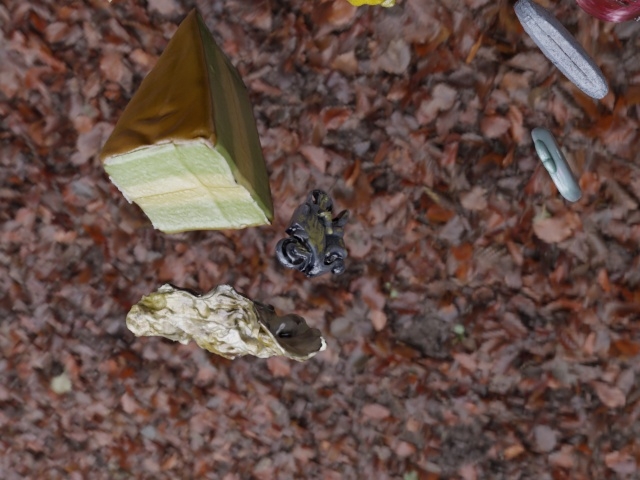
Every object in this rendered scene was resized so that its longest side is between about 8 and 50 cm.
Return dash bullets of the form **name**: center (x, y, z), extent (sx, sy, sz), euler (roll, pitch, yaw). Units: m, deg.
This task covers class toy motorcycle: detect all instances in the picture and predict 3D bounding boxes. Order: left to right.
- **toy motorcycle**: center (0.000, 0.000, 1.337), extent (0.124, 0.193, 0.061), euler (44, 132, -14)

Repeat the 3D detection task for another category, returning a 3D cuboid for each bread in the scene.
- **bread**: center (-0.055, -0.078, 0.478), extent (0.084, 0.139, 0.074), euler (-4, 138, 32)

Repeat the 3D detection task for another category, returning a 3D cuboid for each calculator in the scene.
- **calculator**: center (0.553, -0.178, 1.888), extent (0.041, 0.299, 0.186), euler (-27, 75, 21)

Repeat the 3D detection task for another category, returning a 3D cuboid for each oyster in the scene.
- **oyster**: center (-0.155, 0.138, 1.346), extent (0.351, 0.115, 0.238), euler (5, 170, 11)

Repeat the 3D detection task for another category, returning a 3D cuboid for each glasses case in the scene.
- **glasses case**: center (0.511, -0.405, 1.712), extent (0.282, 0.109, 0.067), euler (37, 115, -20)

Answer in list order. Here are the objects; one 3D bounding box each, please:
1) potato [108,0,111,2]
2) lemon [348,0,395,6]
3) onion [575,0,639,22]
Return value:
- **potato**: center (-0.188, -0.227, 0.416), extent (0.298, 0.141, 0.176), euler (20, 109, -39)
- **lemon**: center (0.048, -0.584, 1.431), extent (0.316, 0.285, 0.285), euler (23, 137, -20)
- **onion**: center (0.469, -0.455, 1.144), extent (0.232, 0.314, 0.314), euler (39, 134, 1)
